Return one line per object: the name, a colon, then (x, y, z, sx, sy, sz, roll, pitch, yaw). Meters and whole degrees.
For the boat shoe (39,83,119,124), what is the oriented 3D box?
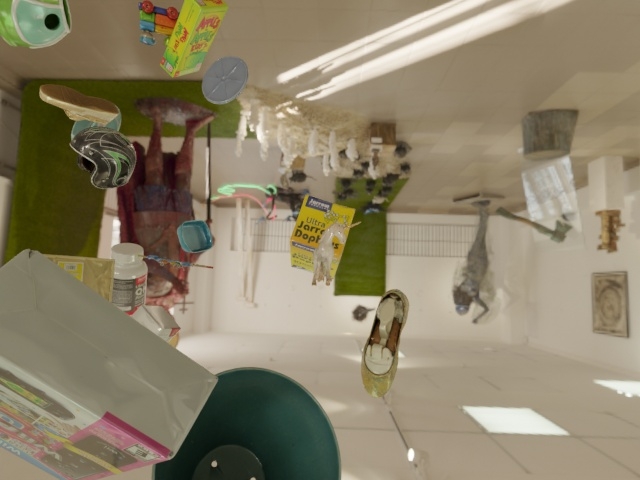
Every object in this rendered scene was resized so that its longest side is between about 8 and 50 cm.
boat shoe: (-0.549, -0.300, 0.920, 0.059, 0.063, 0.170, -42, 159, 24)

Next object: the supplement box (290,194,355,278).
supplement box: (0.000, 0.000, 1.601, 0.194, 0.195, 0.356, 17, 161, 3)

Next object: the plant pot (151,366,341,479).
plant pot: (-0.135, 0.393, 0.681, 0.290, 0.290, 0.195, 5, 138, -24)

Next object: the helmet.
helmet: (-0.633, -0.252, 1.187, 0.169, 0.162, 0.169, 11, -146, -8)

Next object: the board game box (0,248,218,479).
board game box: (-0.295, 0.168, 0.456, 0.224, 0.097, 0.303, 43, 131, -16)

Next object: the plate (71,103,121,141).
plate: (-0.708, -0.354, 1.297, 0.024, 0.188, 0.188, 36, 176, 6)

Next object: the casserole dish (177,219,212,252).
casserole dish: (-0.447, -0.012, 1.435, 0.037, 0.114, 0.188, -16, -179, 14)

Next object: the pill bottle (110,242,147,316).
pill bottle: (-0.878, 0.180, 1.824, 0.176, 0.319, 0.176, 11, -159, -4)

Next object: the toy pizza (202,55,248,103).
toy pizza: (-0.360, -0.608, 1.543, 0.201, 0.201, 0.032, 0, 167, 19)

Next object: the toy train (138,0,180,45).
toy train: (-0.577, -0.823, 1.581, 0.248, 0.143, 0.105, 5, -165, -19)

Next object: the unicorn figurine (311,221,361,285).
unicorn figurine: (0.012, 0.030, 0.807, 0.060, 0.111, 0.162, 12, 162, -22)

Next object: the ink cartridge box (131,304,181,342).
ink cartridge box: (-0.629, 0.339, 1.454, 0.127, 0.176, 0.128, 43, 180, 15)

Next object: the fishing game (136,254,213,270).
fishing game: (-0.548, 0.088, 1.509, 0.264, 0.041, 0.189, 8, 174, 18)

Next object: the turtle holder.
turtle holder: (-0.956, -0.795, 1.308, 0.227, 0.320, 0.243, -4, -149, -20)

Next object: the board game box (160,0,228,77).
board game box: (-0.284, -0.456, 0.904, 0.181, 0.043, 0.092, -42, -176, 41)

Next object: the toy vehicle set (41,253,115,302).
toy vehicle set: (-0.823, 0.133, 1.322, 0.266, 0.166, 0.035, 9, 171, -44)

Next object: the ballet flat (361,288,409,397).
ballet flat: (0.201, 0.316, 1.292, 0.123, 0.349, 0.123, 17, 161, 6)
